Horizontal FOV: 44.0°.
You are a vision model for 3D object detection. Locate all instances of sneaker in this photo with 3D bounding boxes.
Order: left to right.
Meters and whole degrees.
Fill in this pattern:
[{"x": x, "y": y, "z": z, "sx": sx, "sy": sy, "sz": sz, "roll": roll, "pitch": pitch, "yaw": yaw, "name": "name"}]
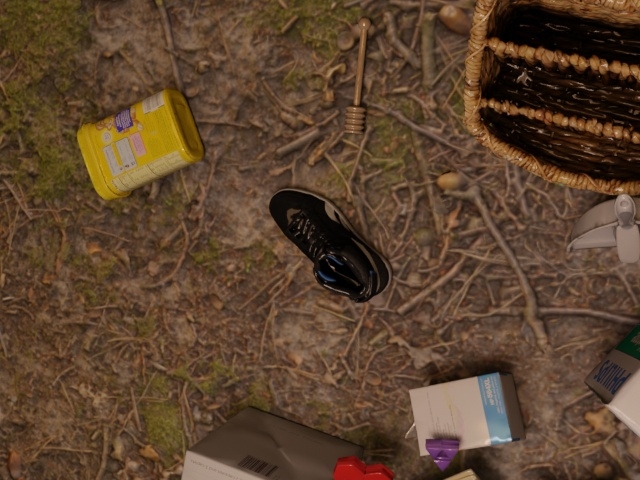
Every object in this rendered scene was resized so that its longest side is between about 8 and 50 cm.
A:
[{"x": 0.000, "y": 0.000, "z": 1.105, "sx": 0.217, "sy": 0.121, "sz": 0.079, "roll": 38, "pitch": 107, "yaw": 13, "name": "sneaker"}]

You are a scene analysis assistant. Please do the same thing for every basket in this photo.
[{"x": 0.316, "y": -0.162, "z": 0.908, "sx": 0.299, "sy": 0.223, "sz": 0.214, "roll": 18, "pitch": 102, "yaw": 18, "name": "basket"}]

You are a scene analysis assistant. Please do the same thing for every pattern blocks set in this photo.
[{"x": 0.188, "y": 0.394, "z": 1.068, "sx": 0.285, "sy": 0.026, "sz": 0.325, "roll": -16, "pitch": 113, "yaw": 20, "name": "pattern blocks set"}]

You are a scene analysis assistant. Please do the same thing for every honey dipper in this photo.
[{"x": 0.054, "y": -0.230, "z": 1.107, "sx": 0.030, "sy": 0.030, "sz": 0.161, "roll": 8, "pitch": 97, "yaw": 21, "name": "honey dipper"}]

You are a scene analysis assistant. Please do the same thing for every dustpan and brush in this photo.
[{"x": 0.354, "y": -0.018, "z": 0.917, "sx": 0.147, "sy": 0.211, "sz": 0.060, "roll": -4, "pitch": 60, "yaw": 22, "name": "dustpan and brush"}]

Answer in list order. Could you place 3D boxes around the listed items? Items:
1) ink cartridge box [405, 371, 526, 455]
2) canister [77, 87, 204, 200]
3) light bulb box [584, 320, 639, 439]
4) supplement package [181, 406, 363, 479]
[{"x": 0.188, "y": 0.234, "z": 1.063, "sx": 0.143, "sy": 0.092, "sz": 0.090, "roll": -15, "pitch": 73, "yaw": 22, "name": "ink cartridge box"}, {"x": -0.276, "y": -0.148, "z": 1.224, "sx": 0.169, "sy": 0.073, "sz": 0.126, "roll": -20, "pitch": 89, "yaw": 21, "name": "canister"}, {"x": 0.536, "y": 0.153, "z": 0.816, "sx": 0.358, "sy": 0.225, "sz": 0.361, "roll": 44, "pitch": 96, "yaw": 12, "name": "light bulb box"}, {"x": -0.083, "y": 0.419, "z": 1.144, "sx": 0.199, "sy": 0.198, "sz": 0.263, "roll": 15, "pitch": 102, "yaw": 19, "name": "supplement package"}]
